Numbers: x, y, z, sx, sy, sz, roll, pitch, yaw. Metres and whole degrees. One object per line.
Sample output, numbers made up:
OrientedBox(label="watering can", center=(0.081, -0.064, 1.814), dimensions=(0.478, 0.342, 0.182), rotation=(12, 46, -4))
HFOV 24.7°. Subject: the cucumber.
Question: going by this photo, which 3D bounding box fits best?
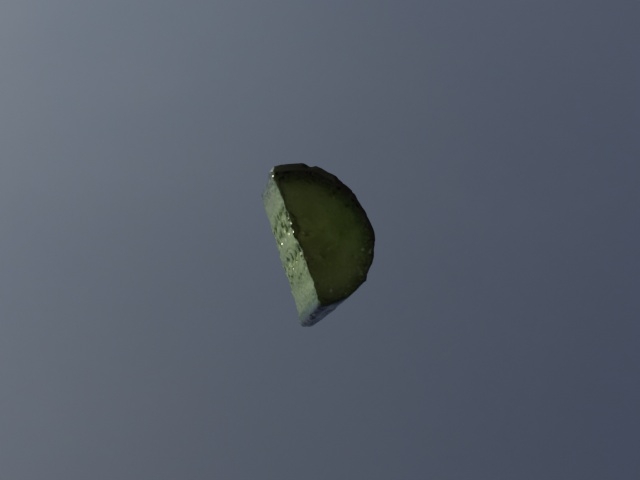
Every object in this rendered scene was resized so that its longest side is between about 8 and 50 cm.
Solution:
OrientedBox(label="cucumber", center=(0.000, 0.000, 1.107), dimensions=(0.062, 0.115, 0.116), rotation=(-14, -100, -13))
